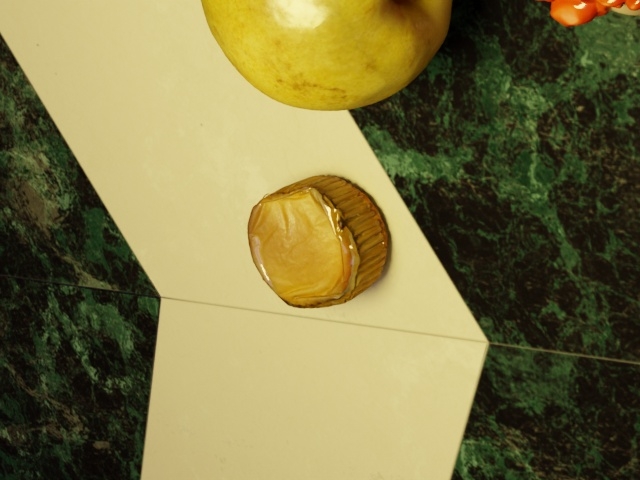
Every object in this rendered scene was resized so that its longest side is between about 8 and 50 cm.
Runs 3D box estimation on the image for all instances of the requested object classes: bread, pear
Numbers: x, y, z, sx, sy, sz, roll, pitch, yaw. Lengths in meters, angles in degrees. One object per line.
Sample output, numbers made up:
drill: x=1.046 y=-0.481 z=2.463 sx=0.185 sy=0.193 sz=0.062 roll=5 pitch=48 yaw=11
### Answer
bread: x=0.000 y=0.001 z=2.132 sx=0.199 sy=0.104 sz=0.199 roll=18 pitch=119 yaw=35
pear: x=0.004 y=-0.303 z=1.815 sx=0.314 sy=0.314 sz=0.314 roll=22 pitch=126 yaw=33

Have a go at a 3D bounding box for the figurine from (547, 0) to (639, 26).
figurine: x=0.392 y=-0.279 z=1.541 sx=0.412 sy=0.241 sz=0.306 roll=37 pitch=160 yaw=-2
